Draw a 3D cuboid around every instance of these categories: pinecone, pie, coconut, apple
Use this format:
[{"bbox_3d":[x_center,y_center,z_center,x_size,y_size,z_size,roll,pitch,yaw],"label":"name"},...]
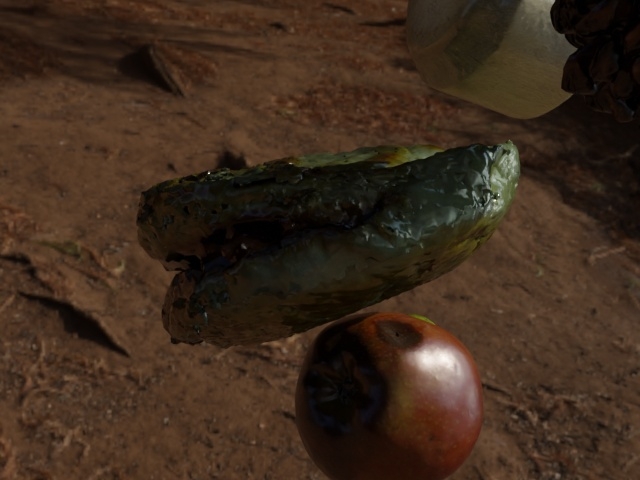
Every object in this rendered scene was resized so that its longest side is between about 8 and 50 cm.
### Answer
[{"bbox_3d":[0.295,-0.199,0.587,0.222,0.221,0.221,4,21,-1],"label":"pinecone"},{"bbox_3d":[0.024,-0.008,0.790,0.418,0.180,0.395,-13,-9,-12],"label":"pie"},{"bbox_3d":[0.254,-0.284,0.953,0.266,0.237,0.237,15,16,-22],"label":"coconut"},{"bbox_3d":[0.076,0.196,0.897,0.230,0.229,0.230,4,21,-1],"label":"apple"}]

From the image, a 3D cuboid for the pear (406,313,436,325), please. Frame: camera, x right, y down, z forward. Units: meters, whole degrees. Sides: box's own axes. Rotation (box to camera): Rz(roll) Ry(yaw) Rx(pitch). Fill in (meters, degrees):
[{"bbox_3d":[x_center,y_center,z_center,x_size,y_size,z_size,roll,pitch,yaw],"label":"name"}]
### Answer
[{"bbox_3d":[0.166,0.243,1.338,0.188,0.219,0.187,-9,-12,-2],"label":"pear"}]
